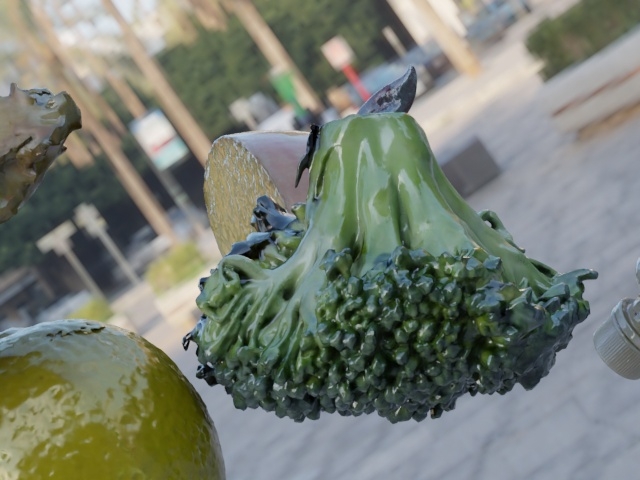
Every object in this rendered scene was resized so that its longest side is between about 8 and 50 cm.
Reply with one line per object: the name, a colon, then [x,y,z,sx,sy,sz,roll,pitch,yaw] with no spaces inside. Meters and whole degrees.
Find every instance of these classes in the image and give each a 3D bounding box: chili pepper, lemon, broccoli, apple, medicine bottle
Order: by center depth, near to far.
lemon: [-0.214,0.204,1.513,0.293,0.293,0.293,-35,2,2]
broccoli: [0.061,0.051,1.532,0.334,0.324,0.272,-5,58,29]
medicine bottle: [0.369,0.036,1.727,0.252,0.114,0.114,-48,-4,30]
apple: [0.000,0.000,2.035,0.252,0.314,0.309,-48,39,15]
chili pepper: [0.071,-0.148,2.167,0.153,0.050,0.041,-54,19,-1]

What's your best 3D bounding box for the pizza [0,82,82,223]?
pizza: [-0.374,-0.023,1.383,0.406,0.439,0.130,-8,-31,9]
